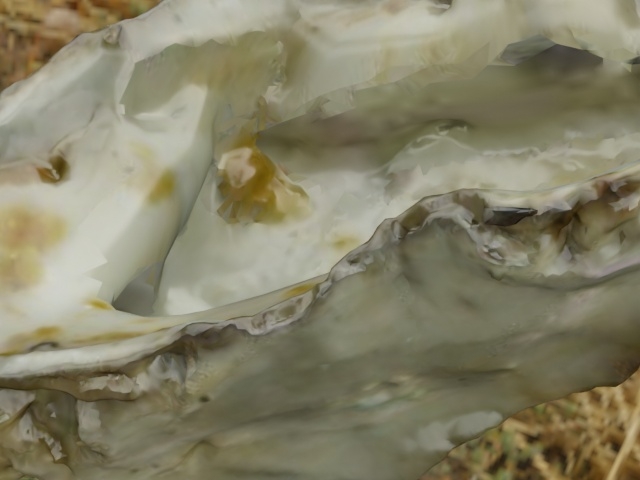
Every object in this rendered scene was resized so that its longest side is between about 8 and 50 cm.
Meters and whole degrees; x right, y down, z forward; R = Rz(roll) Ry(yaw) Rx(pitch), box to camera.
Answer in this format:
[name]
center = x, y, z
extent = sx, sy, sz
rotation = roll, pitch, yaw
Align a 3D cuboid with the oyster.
[oyster]
center = 0.003, 0.004, 0.477
extent = 0.341, 0.110, 0.166
rotation = -30, 46, 3
